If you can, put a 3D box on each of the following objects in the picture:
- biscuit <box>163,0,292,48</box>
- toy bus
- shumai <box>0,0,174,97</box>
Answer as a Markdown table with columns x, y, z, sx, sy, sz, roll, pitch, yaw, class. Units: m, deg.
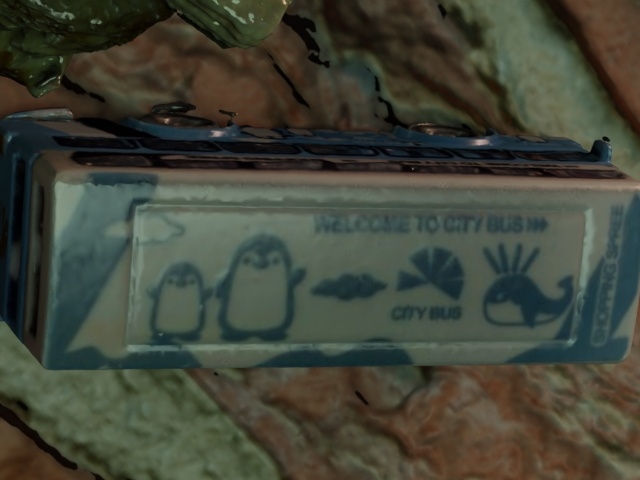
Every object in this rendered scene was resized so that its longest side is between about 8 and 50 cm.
| x | y | z | sx | sy | sz | roll | pitch | yaw | class |
| --- | --- | --- | --- | --- | --- | --- | --- | --- | --- |
| -0.023 | -0.218 | 0.841 | 0.150 | 0.052 | 0.252 | 38 | 68 | -14 | biscuit |
| 0.000 | 0.000 | 0.902 | 0.297 | 0.131 | 0.106 | 1 | 104 | -19 | toy bus |
| -0.119 | -0.115 | 0.863 | 0.099 | 0.087 | 0.124 | 52 | 40 | 4 | shumai |
